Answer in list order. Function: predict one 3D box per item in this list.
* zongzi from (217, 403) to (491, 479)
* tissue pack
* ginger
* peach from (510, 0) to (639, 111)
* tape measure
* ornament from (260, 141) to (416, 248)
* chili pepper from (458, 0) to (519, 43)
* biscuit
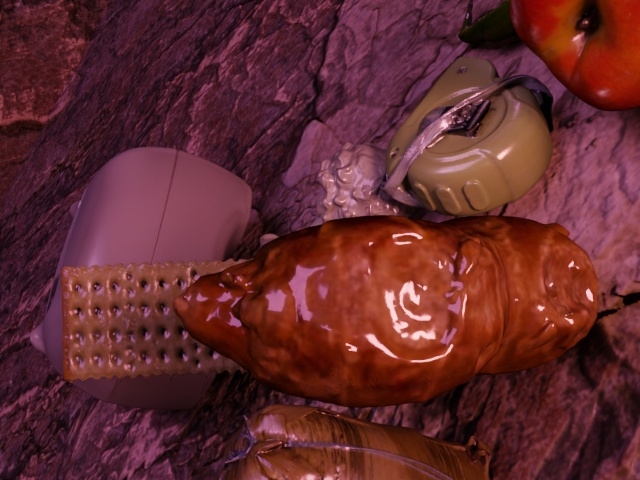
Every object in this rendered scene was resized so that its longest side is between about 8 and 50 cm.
[{"bbox_3d":[0.040,0.268,0.647,0.125,0.251,0.274,-49,34,39],"label":"zongzi"},{"bbox_3d":[-0.238,0.044,1.126,0.229,0.236,0.333,127,154,-53],"label":"tissue pack"},{"bbox_3d":[0.054,0.058,0.746,0.274,0.357,0.152,-8,86,52],"label":"ginger"},{"bbox_3d":[0.288,-0.242,0.767,0.199,0.243,0.243,8,69,47],"label":"peach"},{"bbox_3d":[0.160,-0.109,0.904,0.200,0.106,0.175,-47,39,-20],"label":"tape measure"},{"bbox_3d":[0.000,0.009,1.008,0.285,0.120,0.130,-53,40,8],"label":"ornament"},{"bbox_3d":[0.289,-0.291,0.947,0.359,0.076,0.085,-10,81,46],"label":"chili pepper"},{"bbox_3d":[-0.181,0.092,0.968,0.016,0.231,0.139,139,130,-85],"label":"biscuit"}]
